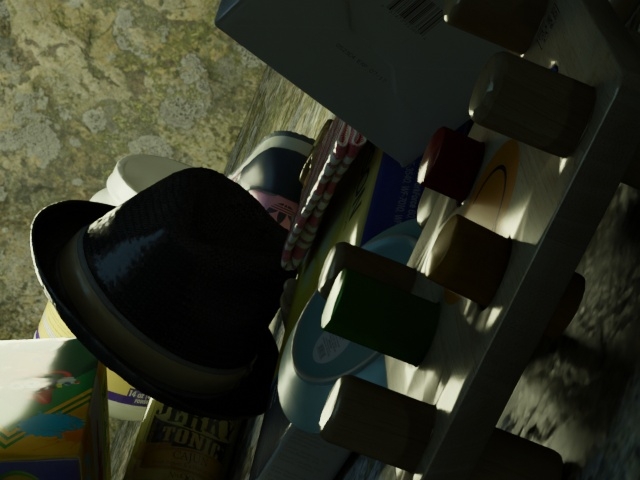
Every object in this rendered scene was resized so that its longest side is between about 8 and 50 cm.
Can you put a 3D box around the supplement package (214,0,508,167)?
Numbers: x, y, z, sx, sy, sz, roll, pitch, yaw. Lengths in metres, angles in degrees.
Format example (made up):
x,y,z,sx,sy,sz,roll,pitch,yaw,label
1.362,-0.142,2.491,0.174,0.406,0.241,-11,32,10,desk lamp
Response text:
x,y,z,sx,sy,sz,roll,pitch,yaw,label
0.053,-0.210,1.392,0.149,0.194,0.203,-36,29,38,supplement package

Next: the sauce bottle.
x,y,z,sx,sy,sz,roll,pitch,yaw,label
-0.142,0.194,2.022,0.111,0.111,0.344,124,163,-57,sauce bottle

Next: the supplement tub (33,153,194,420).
x,y,z,sx,sy,sz,roll,pitch,yaw,label
-0.258,0.067,2.639,0.241,0.241,0.331,-89,21,-67,supplement tub

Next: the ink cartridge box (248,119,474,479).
x,y,z,sx,sy,sz,roll,pitch,yaw,label
0.038,0.024,1.458,0.307,0.072,0.304,117,171,-48,ink cartridge box

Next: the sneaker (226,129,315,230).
x,y,z,sx,sy,sz,roll,pitch,yaw,label
-0.085,-0.012,2.174,0.319,0.112,0.131,124,168,-61,sneaker

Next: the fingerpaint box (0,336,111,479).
x,y,z,sx,sy,sz,roll,pitch,yaw,label
-0.310,0.370,1.943,0.371,0.163,0.445,-101,10,-74,fingerpaint box

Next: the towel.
x,y,z,sx,sy,sz,roll,pitch,yaw,label
0.018,-0.075,1.545,0.197,0.029,0.144,118,174,-53,towel

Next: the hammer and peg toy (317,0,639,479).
x,y,z,sx,sy,sz,roll,pitch,yaw,label
0.096,-0.034,1.016,0.361,0.127,0.266,-90,22,-68,hammer and peg toy

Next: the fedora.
x,y,z,sx,sy,sz,roll,pitch,yaw,label
-0.126,0.025,1.803,0.152,0.334,0.334,-49,15,19,fedora

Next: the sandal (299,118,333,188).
x,y,z,sx,sy,sz,roll,pitch,yaw,label
0.009,-0.070,1.964,0.180,0.049,0.072,96,-165,-60,sandal

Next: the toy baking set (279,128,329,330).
x,y,z,sx,sy,sz,roll,pitch,yaw,label
-0.002,0.006,1.785,0.256,0.030,0.197,87,-163,-65,toy baking set

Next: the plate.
x,y,z,sx,sy,sz,roll,pitch,yaw,label
0.033,0.053,1.286,0.188,0.024,0.188,-34,31,24,plate
